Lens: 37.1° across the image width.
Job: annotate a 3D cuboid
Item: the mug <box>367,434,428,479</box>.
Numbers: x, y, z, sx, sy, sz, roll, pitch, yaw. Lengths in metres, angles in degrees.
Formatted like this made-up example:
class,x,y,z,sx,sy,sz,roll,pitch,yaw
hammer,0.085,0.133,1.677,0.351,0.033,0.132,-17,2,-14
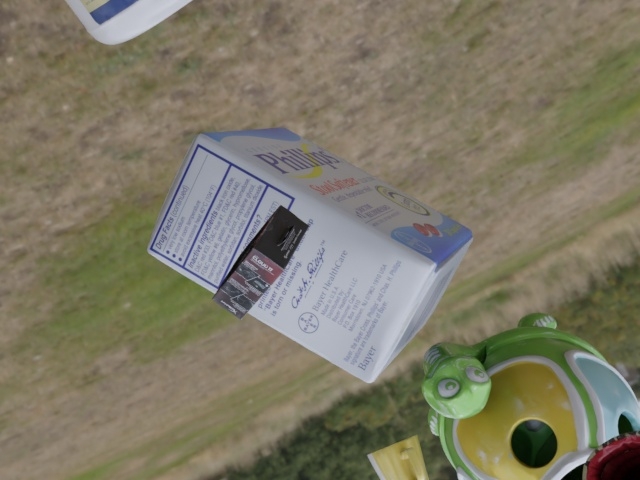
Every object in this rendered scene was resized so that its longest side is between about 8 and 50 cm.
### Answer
class,x,y,z,sx,sy,sz,roll,pitch,yaw
mug,0.091,0.262,1.083,0.062,0.064,0.078,-24,167,11

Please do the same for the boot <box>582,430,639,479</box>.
class,x,y,z,sx,sy,sz,roll,pitch,yaw
boot,0.277,0.192,0.539,0.178,0.085,0.236,34,171,-34

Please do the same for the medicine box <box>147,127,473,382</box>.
class,x,y,z,sx,sy,sz,roll,pitch,yaw
medicine box,0.000,0.000,1.090,0.149,0.289,0.263,-63,169,15

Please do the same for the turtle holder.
class,x,y,z,sx,sy,sz,roll,pitch,yaw
turtle holder,0.267,0.219,1.145,0.243,0.320,0.227,-24,-154,-1

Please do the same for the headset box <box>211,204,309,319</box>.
class,x,y,z,sx,sy,sz,roll,pitch,yaw
headset box,-0.046,0.015,0.771,0.083,0.032,0.062,-47,-170,40

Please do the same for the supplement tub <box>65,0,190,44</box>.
class,x,y,z,sx,sy,sz,roll,pitch,yaw
supplement tub,-0.232,-0.391,0.996,0.228,0.316,0.228,-30,-158,14
